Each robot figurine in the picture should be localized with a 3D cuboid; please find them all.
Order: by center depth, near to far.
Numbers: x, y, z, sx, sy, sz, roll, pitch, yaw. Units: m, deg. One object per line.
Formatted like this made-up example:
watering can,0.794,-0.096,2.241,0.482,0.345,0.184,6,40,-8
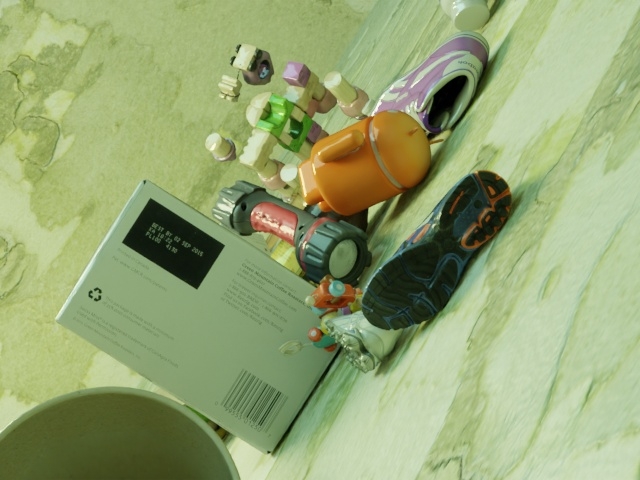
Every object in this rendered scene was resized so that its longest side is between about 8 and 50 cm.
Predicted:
robot figurine,0.074,-0.117,1.868,0.219,0.158,0.128,-24,26,27

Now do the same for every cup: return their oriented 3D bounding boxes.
cup,-0.246,0.372,1.480,0.237,0.331,0.331,89,-153,-59

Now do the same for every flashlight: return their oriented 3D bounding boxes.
flashlight,-0.055,-0.013,1.902,0.304,0.103,0.103,24,82,45

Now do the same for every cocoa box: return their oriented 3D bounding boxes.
cocoa box,-0.166,0.102,1.748,0.231,0.347,0.228,-58,8,-5

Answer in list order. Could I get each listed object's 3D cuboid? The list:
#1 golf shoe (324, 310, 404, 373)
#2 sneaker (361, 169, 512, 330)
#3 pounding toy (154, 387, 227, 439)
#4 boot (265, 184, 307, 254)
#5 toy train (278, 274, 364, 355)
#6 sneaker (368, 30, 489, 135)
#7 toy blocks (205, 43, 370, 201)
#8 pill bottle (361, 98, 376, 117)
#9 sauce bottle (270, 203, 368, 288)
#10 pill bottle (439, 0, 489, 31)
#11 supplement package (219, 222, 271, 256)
golf shoe,0.061,0.109,1.491,0.086,0.069,0.176,-38,11,-8
sneaker,0.132,0.014,1.389,0.221,0.083,0.087,-46,2,9
pounding toy,-0.173,0.279,2.053,0.237,0.110,0.183,-20,12,22
boot,-0.072,0.029,2.410,0.269,0.089,0.236,-59,6,-1
toy train,0.011,0.089,1.591,0.166,0.125,0.046,-52,46,48
sneaker,0.150,-0.198,1.951,0.282,0.102,0.161,-49,14,38
toy blocks,-0.058,-0.234,2.740,0.260,0.309,0.289,36,-103,-57
pill bottle,0.117,-0.222,2.255,0.043,0.083,0.043,-54,9,13
sauce bottle,0.000,0.000,1.996,0.344,0.111,0.111,-57,9,3
pill bottle,0.246,-0.449,2.191,0.087,0.087,0.160,-48,44,42
supplement package,-0.149,0.071,2.323,0.105,0.105,0.179,-52,42,26
